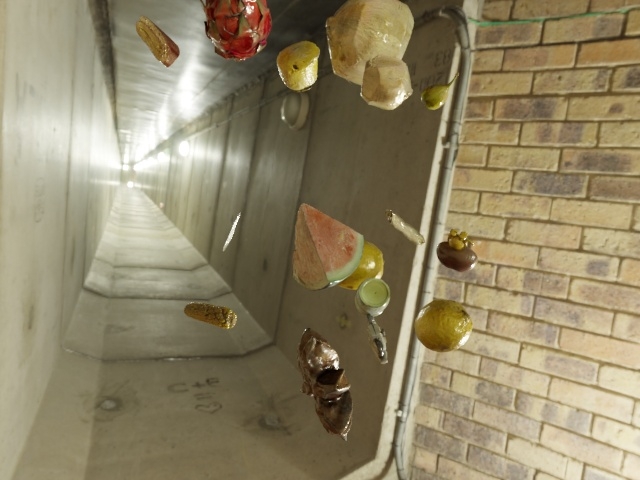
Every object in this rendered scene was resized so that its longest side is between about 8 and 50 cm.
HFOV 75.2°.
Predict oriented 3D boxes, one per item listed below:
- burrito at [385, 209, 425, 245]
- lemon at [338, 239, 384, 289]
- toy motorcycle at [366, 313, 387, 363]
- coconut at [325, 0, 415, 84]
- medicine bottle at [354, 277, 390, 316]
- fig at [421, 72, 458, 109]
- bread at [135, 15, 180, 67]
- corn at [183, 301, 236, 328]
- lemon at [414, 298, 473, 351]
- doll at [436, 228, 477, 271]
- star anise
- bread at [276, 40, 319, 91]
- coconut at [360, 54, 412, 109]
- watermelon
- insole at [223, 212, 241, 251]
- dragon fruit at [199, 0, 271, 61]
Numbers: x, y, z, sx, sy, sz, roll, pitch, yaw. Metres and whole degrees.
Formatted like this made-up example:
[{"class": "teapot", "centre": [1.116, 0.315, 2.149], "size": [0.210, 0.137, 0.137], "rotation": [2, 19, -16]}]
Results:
[{"class": "burrito", "centre": [0.406, -0.061, 2.005], "size": [0.275, 0.059, 0.082], "rotation": [33, -160, -33]}, {"class": "lemon", "centre": [0.170, 0.117, 2.043], "size": [0.283, 0.261, 0.260], "rotation": [21, 180, -15]}, {"class": "toy motorcycle", "centre": [0.240, 0.425, 1.776], "size": [0.074, 0.151, 0.229], "rotation": [-16, -146, -1]}, {"class": "coconut", "centre": [0.196, -0.921, 1.899], "size": [0.403, 0.406, 0.404], "rotation": [7, -176, -1]}, {"class": "medicine bottle", "centre": [0.228, 0.251, 1.832], "size": [0.147, 0.148, 0.143], "rotation": [7, 155, 2]}, {"class": "fig", "centre": [0.445, -0.537, 1.525], "size": [0.093, 0.094, 0.166], "rotation": [4, 176, -34]}, {"class": "bread", "centre": [-0.522, -0.644, 1.377], "size": [0.067, 0.119, 0.192], "rotation": [-28, 180, 8]}, {"class": "corn", "centre": [-0.512, 0.344, 1.936], "size": [0.319, 0.097, 0.097], "rotation": [5, -177, 33]}, {"class": "lemon", "centre": [0.594, 0.410, 2.010], "size": [0.253, 0.254, 0.310], "rotation": [5, 151, -28]}, {"class": "doll", "centre": [0.486, 0.037, 1.449], "size": [0.145, 0.096, 0.188], "rotation": [30, 147, 7]}, {"class": "star anise", "centre": [0.006, 0.383, 1.117], "size": [0.108, 0.316, 0.315], "rotation": [-15, -168, -21]}, {"class": "bread", "centre": [-0.094, -0.785, 1.860], "size": [0.196, 0.197, 0.171], "rotation": [8, 151, 12]}, {"class": "coconut", "centre": [0.247, -0.572, 1.524], "size": [0.194, 0.195, 0.194], "rotation": [7, -176, -1]}, {"class": "watermelon", "centre": [0.032, 0.028, 1.470], "size": [0.250, 0.283, 0.293], "rotation": [30, 153, 36]}, {"class": "insole", "centre": [-0.506, -0.050, 2.380], "size": [0.007, 0.109, 0.322], "rotation": [32, -142, -20]}, {"class": "dragon fruit", "centre": [-0.229, -0.614, 1.124], "size": [0.193, 0.192, 0.274], "rotation": [42, 158, 17]}]
